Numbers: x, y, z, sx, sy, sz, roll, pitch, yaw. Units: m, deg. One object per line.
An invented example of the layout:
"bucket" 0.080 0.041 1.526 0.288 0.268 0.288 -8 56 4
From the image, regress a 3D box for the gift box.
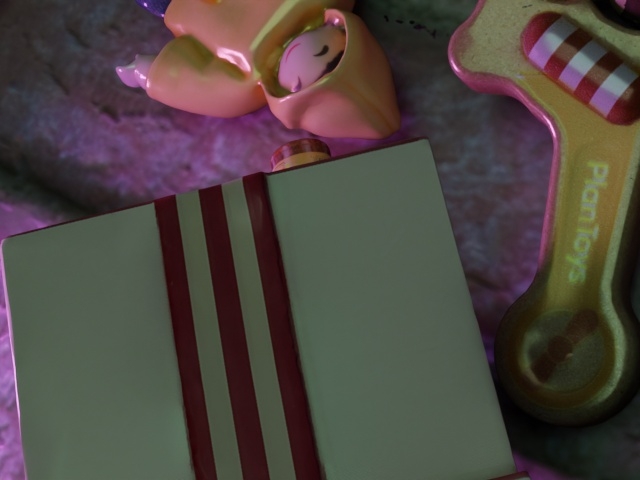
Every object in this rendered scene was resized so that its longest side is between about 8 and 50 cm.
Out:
"gift box" 0.000 0.136 0.792 0.255 0.276 0.258 -15 61 7

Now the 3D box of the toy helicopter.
"toy helicopter" 0.181 -0.068 0.867 0.235 0.140 0.355 10 87 19

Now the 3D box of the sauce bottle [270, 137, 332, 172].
"sauce bottle" 0.000 0.000 0.953 0.042 0.042 0.128 -23 62 17

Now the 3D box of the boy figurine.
"boy figurine" -0.055 -0.152 1.009 0.177 0.092 0.285 -42 57 3
